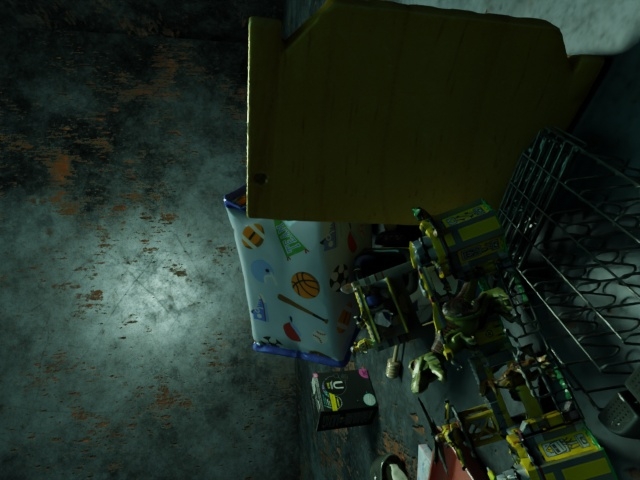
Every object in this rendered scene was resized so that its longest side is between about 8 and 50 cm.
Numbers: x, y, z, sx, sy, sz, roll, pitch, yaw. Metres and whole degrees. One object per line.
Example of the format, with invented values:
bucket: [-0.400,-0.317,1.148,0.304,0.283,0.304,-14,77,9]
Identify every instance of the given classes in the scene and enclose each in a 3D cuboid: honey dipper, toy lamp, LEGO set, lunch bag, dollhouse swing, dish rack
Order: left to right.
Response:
lunch bag: [0.000,0.000,0.860,0.385,0.239,0.327,-48,-41,-54]
dollhouse swing: [0.078,-0.183,0.574,0.304,0.347,0.315,-98,13,-46]
toy lamp: [0.148,-0.127,0.890,0.080,0.080,0.274,-168,77,-78]
honey dipper: [0.172,0.235,0.938,0.030,0.031,0.160,-122,34,-68]
LEGO set: [0.130,0.133,0.469,0.255,0.192,0.331,12,-123,-82]
dish rack: [0.260,0.021,0.394,0.271,0.074,0.208,-105,19,-54]

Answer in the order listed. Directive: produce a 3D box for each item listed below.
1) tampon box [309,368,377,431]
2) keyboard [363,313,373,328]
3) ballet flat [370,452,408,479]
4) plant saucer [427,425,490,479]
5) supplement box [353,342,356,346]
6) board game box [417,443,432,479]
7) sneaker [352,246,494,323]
tampon box: [0.060,0.443,1.167,0.120,0.161,0.101,-107,20,-49]
keyboard: [0.104,0.166,1.209,0.108,0.023,0.180,109,149,-42]
ballet flat: [0.164,0.584,0.869,0.280,0.095,0.096,-105,30,-48]
plant saucer: [0.234,0.464,0.617,0.259,0.048,0.258,-124,35,-68]
supplement box: [0.077,0.323,1.339,0.083,0.055,0.043,-117,29,-63]
board game box: [0.211,0.454,0.790,0.090,0.020,0.090,-145,54,-75]
sneaker: [0.133,0.070,0.727,0.315,0.182,0.127,119,149,-68]
